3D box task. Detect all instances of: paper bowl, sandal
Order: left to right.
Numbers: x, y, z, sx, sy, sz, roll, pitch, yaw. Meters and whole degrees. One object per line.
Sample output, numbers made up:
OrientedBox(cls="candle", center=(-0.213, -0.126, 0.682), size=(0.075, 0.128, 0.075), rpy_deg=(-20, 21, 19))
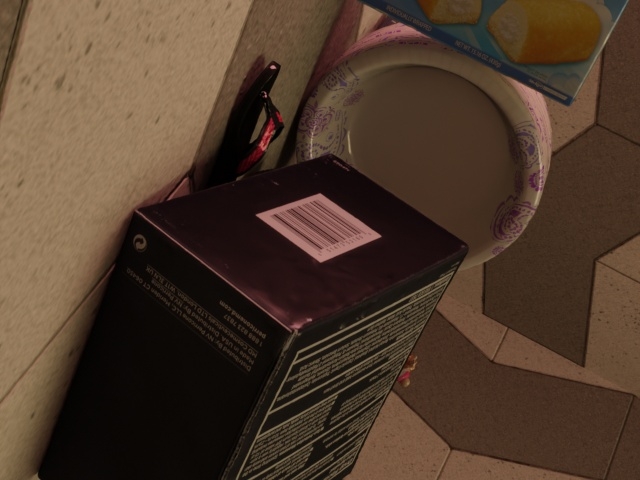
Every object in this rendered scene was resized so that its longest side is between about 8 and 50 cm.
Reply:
OrientedBox(cls="sandal", center=(-0.064, -0.086, 1.090), size=(0.179, 0.040, 0.067), rpy_deg=(-66, 172, 31))
OrientedBox(cls="paper bowl", center=(0.125, -0.115, 1.369), size=(0.284, 0.284, 0.148), rpy_deg=(-66, 175, 34))

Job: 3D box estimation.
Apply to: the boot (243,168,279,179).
OrientedBox(cls="boot", center=(-0.086, 0.011, 1.248), size=(0.198, 0.077, 0.137), rpy_deg=(-33, 158, -49))

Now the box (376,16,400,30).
OrientedBox(cls="box", center=(0.059, -0.175, 1.595), size=(0.183, 0.059, 0.232), rpy_deg=(-55, 171, -34))

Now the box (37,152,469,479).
OrientedBox(cls="box", center=(-0.059, 0.107, 1.058), size=(0.296, 0.183, 0.294), rpy_deg=(-20, 140, -55))

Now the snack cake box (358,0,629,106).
OrientedBox(cls="snack cake box", center=(0.172, -0.268, 1.181), size=(0.089, 0.264, 0.152), rpy_deg=(-53, 169, -53))

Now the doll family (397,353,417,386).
OrientedBox(cls="doll family", center=(0.017, 0.054, 1.314), size=(0.163, 0.263, 0.118), rpy_deg=(-40, 171, -26))
